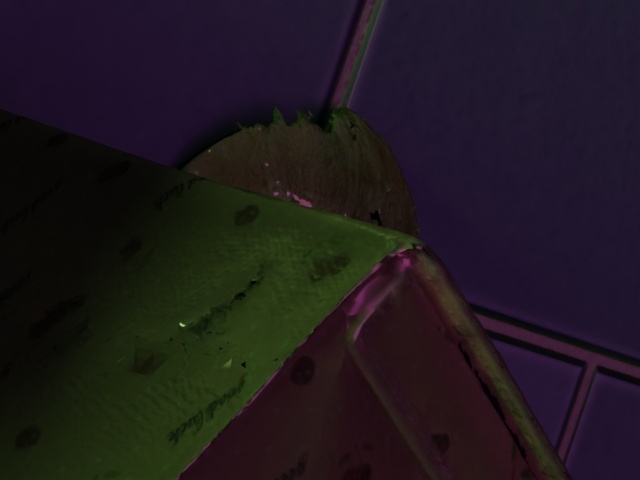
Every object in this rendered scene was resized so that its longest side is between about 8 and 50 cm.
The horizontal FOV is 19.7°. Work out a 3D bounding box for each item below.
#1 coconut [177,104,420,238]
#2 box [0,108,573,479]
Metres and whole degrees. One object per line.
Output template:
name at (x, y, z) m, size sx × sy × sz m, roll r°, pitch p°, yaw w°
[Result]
coconut at (0.001, 0.002, 0.869) m, size 0.158 × 0.055 × 0.133 m, roll 41°, pitch 77°, yaw -41°
box at (-0.074, 0.098, 0.667) m, size 0.190 × 0.297 × 0.225 m, roll -47°, pitch 128°, yaw -21°
